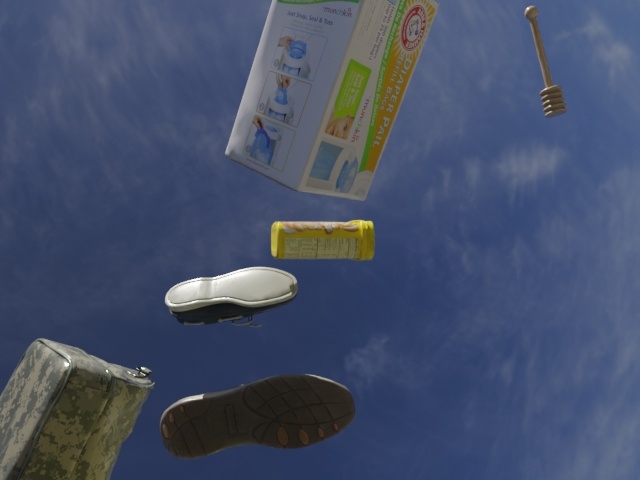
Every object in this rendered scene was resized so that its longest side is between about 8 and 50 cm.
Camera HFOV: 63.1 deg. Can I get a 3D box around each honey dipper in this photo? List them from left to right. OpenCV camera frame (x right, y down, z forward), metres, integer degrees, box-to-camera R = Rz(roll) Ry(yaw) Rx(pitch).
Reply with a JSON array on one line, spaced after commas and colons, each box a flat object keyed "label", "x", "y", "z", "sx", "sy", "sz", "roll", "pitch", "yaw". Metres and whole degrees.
[{"label": "honey dipper", "x": 0.318, "y": -0.256, "z": 0.741, "sx": 0.030, "sy": 0.030, "sz": 0.161, "roll": -7, "pitch": -95, "yaw": -39}]

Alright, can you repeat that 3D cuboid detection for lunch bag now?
[{"label": "lunch bag", "x": -0.496, "y": 0.379, "z": 1.043, "sx": 0.256, "sy": 0.212, "sz": 0.305, "roll": 36, "pitch": -108, "yaw": -46}]

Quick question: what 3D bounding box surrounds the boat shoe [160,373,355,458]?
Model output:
[{"label": "boat shoe", "x": -0.114, "y": 0.316, "z": 0.981, "sx": 0.355, "sy": 0.130, "sz": 0.132, "roll": -5, "pitch": -96, "yaw": 0}]

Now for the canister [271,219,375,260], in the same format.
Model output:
[{"label": "canister", "x": 0.000, "y": 0.000, "z": 0.944, "sx": 0.169, "sy": 0.126, "sz": 0.073, "roll": 0, "pitch": -90, "yaw": -11}]

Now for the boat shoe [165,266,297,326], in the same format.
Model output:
[{"label": "boat shoe", "x": -0.163, "y": 0.117, "z": 0.990, "sx": 0.095, "sy": 0.254, "sz": 0.079, "roll": -97, "pitch": -5, "yaw": -48}]

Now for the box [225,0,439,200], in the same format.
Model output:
[{"label": "box", "x": 0.010, "y": -0.152, "z": 0.491, "sx": 0.114, "sy": 0.103, "sz": 0.203, "roll": 1, "pitch": -67, "yaw": -53}]
